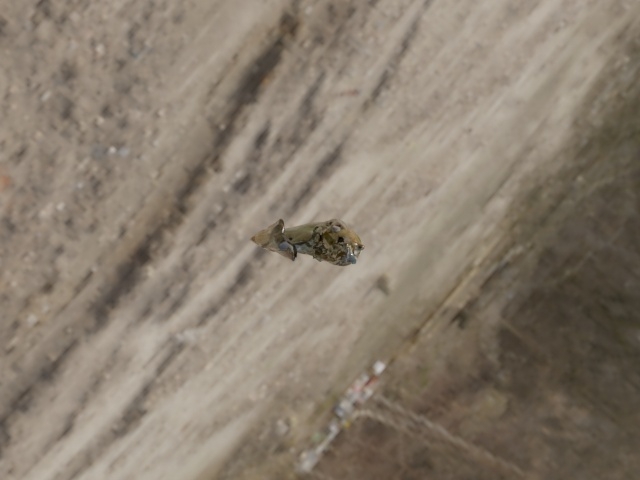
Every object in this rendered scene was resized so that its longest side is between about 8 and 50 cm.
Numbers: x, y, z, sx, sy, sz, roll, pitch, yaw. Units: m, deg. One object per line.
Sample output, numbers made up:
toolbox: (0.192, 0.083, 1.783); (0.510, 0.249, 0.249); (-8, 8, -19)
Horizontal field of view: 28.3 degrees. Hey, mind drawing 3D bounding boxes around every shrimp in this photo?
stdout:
shrimp: (-0.017, -0.002, 1.599); (0.254, 0.145, 0.059); (-68, 164, -88)
